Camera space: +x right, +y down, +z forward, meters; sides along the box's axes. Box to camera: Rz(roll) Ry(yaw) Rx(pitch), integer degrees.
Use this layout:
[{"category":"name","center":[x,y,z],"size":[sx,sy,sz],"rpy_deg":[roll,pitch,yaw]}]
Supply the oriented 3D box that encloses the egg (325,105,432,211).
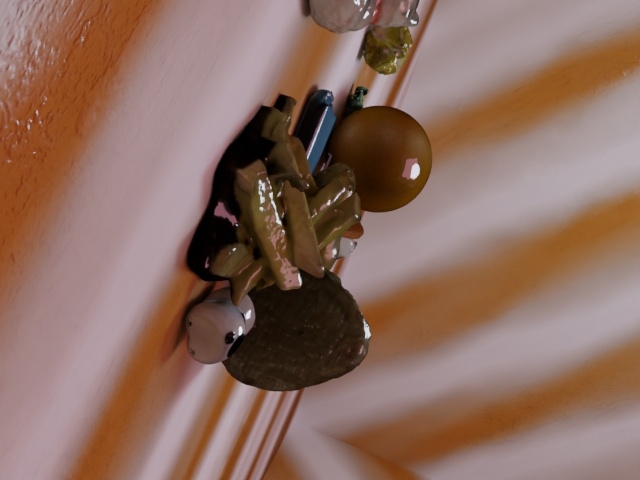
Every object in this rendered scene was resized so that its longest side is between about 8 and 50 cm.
[{"category":"egg","center":[0.153,-0.215,2.188],"size":[0.351,0.282,0.283],"rpy_deg":[-134,-116,-86]}]

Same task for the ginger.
[{"category":"ginger","center":[-0.051,-0.056,1.451],"size":[0.413,0.211,0.358],"rpy_deg":[-42,150,-73]}]

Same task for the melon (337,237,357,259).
[{"category":"melon","center":[-0.001,0.003,2.403],"size":[0.139,0.202,0.093],"rpy_deg":[-144,-129,-63]}]

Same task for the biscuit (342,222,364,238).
[{"category":"biscuit","center":[0.042,-0.080,2.397],"size":[0.036,0.186,0.192],"rpy_deg":[-42,157,21]}]

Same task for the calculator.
[{"category":"calculator","center":[-0.033,-0.191,1.798],"size":[0.173,0.051,0.293],"rpy_deg":[24,87,-84]}]

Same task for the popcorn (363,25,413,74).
[{"category":"popcorn","center":[0.176,-0.511,2.166],"size":[0.145,0.126,0.126],"rpy_deg":[-46,172,19]}]

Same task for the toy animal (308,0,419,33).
[{"category":"toy animal","center":[0.085,-0.467,1.432],"size":[0.266,0.188,0.308],"rpy_deg":[-53,169,-34]}]

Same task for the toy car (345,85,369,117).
[{"category":"toy car","center":[0.099,-0.364,2.285],"size":[0.143,0.054,0.073],"rpy_deg":[87,23,-63]}]

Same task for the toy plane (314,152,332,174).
[{"category":"toy plane","center":[-0.008,-0.140,2.100],"size":[0.162,0.065,0.171],"rpy_deg":[-59,166,-10]}]

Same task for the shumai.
[{"category":"shumai","center":[-0.029,0.166,1.754],"size":[0.288,0.329,0.292],"rpy_deg":[9,88,-72]}]

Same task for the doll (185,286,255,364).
[{"category":"doll","center":[-0.179,0.147,1.476],"size":[0.181,0.106,0.110],"rpy_deg":[-66,154,-73]}]

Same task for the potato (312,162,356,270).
[{"category":"potato","center":[-0.011,-0.047,1.920],"size":[0.296,0.141,0.191],"rpy_deg":[-64,-155,9]}]
